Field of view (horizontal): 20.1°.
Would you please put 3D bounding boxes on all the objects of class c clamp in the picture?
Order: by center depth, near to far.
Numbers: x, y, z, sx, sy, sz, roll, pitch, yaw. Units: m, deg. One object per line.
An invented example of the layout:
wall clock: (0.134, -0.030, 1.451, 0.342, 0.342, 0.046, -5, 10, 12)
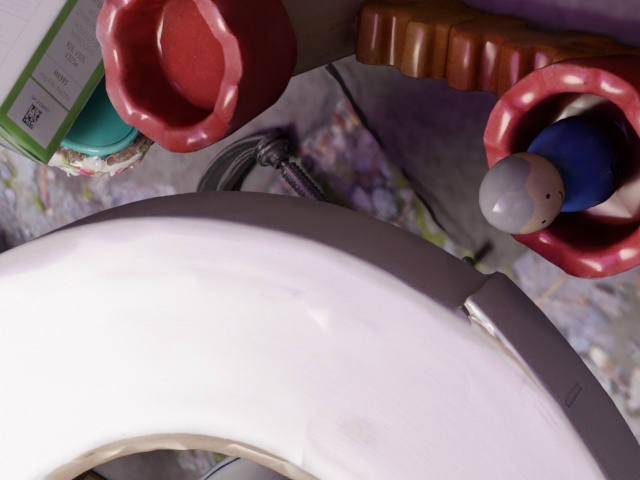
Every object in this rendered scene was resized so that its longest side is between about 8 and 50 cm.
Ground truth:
c clamp: (0.000, 0.000, 0.969, 0.160, 0.022, 0.137, 44, 134, 15)

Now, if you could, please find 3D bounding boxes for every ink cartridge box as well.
ink cartridge box: (-0.145, -0.155, 0.966, 0.109, 0.062, 0.209, 24, 79, 30)

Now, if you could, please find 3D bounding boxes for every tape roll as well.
tape roll: (-0.038, 0.171, 0.765, 0.392, 0.072, 0.392, 3, 101, 17)

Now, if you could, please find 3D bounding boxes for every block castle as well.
block castle: (0.055, -0.232, 0.702, 0.303, 0.213, 0.453, 19, 118, 33)

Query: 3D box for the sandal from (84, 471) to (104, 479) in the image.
sandal: (-0.223, 0.167, 1.173, 0.240, 0.079, 0.088, 20, 119, 32)

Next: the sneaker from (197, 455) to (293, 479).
sneaker: (-0.012, 0.154, 0.988, 0.258, 0.091, 0.094, -28, 88, 42)

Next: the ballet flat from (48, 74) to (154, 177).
ballet flat: (-0.176, -0.101, 1.044, 0.241, 0.091, 0.077, 39, 158, 26)
